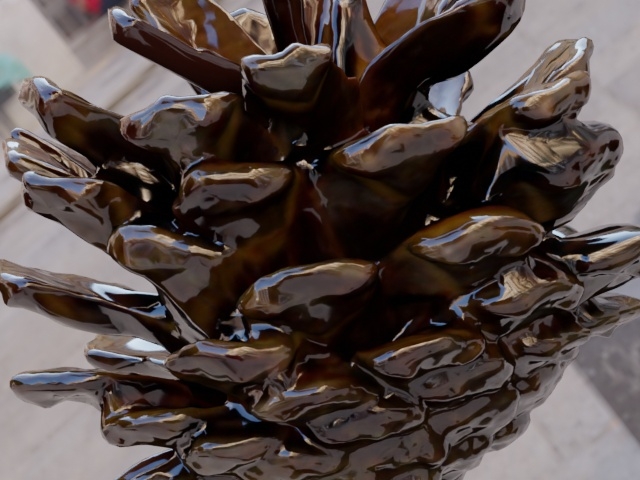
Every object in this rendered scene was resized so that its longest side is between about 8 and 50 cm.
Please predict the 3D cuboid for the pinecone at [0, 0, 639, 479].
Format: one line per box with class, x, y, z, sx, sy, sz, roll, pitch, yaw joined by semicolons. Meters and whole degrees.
pinecone;-0.001;-0.003;0.585;0.229;0.201;0.202;-29;5;29
